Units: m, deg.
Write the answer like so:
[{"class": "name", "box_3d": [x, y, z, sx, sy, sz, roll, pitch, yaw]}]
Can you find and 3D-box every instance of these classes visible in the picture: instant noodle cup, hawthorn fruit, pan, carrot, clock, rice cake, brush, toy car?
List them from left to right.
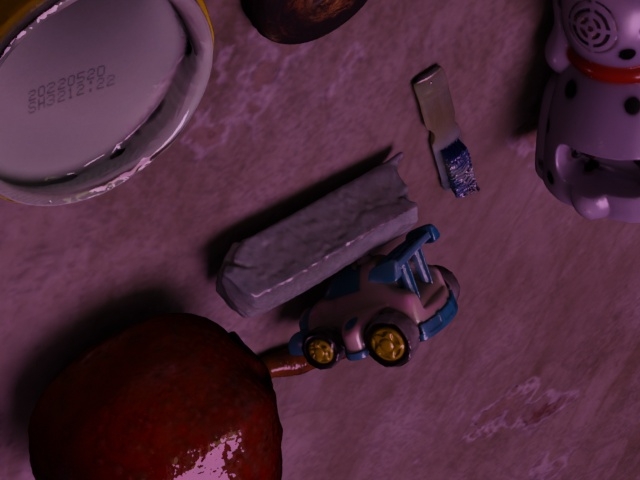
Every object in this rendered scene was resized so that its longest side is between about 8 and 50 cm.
[{"class": "instant noodle cup", "box_3d": [-0.178, -0.147, 0.823, 0.215, 0.236, 0.215, -29, 146, -22]}, {"class": "hawthorn fruit", "box_3d": [-0.151, 0.176, 1.275, 0.250, 0.215, 0.215, -23, 144, -14]}, {"class": "carrot", "box_3d": [-0.012, 0.112, 1.482, 0.165, 0.035, 0.035, -20, 142, -25]}, {"class": "rice cake", "box_3d": [-0.001, 0.000, 1.330, 0.206, 0.063, 0.069, -28, 163, -23]}, {"class": "pan", "box_3d": [0.030, -0.227, 1.121, 0.212, 0.040, 0.115, -48, 152, 11]}, {"class": "toy car", "box_3d": [0.043, 0.050, 1.401, 0.126, 0.161, 0.098, -39, 117, -52]}, {"class": "brush", "box_3d": [0.116, -0.093, 1.377, 0.033, 0.030, 0.178, -28, 147, -2]}, {"class": "clock", "box_3d": [0.276, -0.165, 1.356, 0.189, 0.189, 0.254, -27, 130, -20]}]
